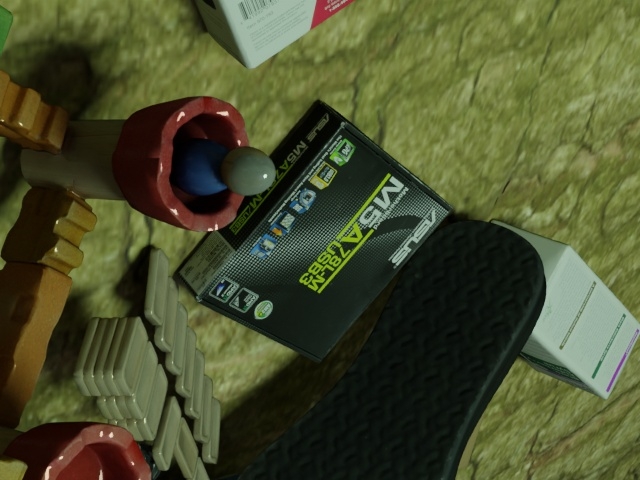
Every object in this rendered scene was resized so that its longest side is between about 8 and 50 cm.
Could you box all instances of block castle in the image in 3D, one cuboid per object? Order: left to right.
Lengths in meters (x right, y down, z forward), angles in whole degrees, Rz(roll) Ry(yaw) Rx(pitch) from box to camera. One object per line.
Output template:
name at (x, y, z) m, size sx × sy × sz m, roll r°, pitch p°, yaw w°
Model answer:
block castle at (-0.234, -0.019, 0.581) m, size 0.453 × 0.213 × 0.303 m, roll 36°, pitch 66°, yaw -49°

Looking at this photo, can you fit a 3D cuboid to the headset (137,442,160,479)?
headset at (-0.248, 0.203, 0.836) m, size 0.185 × 0.243 × 0.394 m, roll -42°, pitch 161°, yaw 2°

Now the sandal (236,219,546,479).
sandal at (0.066, 0.184, 1.066) m, size 0.445 × 0.168 × 0.107 m, roll -51°, pitch 152°, yaw -16°

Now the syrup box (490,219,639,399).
syrup box at (0.240, 0.076, 1.219) m, size 0.237 × 0.093 × 0.096 m, roll 39°, pitch 77°, yaw -49°

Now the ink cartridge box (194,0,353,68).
ink cartridge box at (-0.041, -0.209, 0.785) m, size 0.109 × 0.063 × 0.150 m, roll -35°, pitch 138°, yaw -12°

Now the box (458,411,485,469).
box at (0.117, 0.193, 1.284) m, size 0.164 × 0.021 × 0.201 m, roll -13°, pitch 131°, yaw -32°

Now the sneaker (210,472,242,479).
sneaker at (-0.090, 0.344, 1.150) m, size 0.236 × 0.130 × 0.323 m, roll -46°, pitch 134°, yaw 7°

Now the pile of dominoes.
pile of dominoes at (-0.135, 0.153, 0.952) m, size 0.040 × 0.196 × 0.251 m, roll -2°, pitch 136°, yaw 11°

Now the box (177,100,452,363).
box at (0.000, 0.000, 1.008) m, size 0.190 × 0.045 × 0.184 m, roll -49°, pitch 138°, yaw 5°
